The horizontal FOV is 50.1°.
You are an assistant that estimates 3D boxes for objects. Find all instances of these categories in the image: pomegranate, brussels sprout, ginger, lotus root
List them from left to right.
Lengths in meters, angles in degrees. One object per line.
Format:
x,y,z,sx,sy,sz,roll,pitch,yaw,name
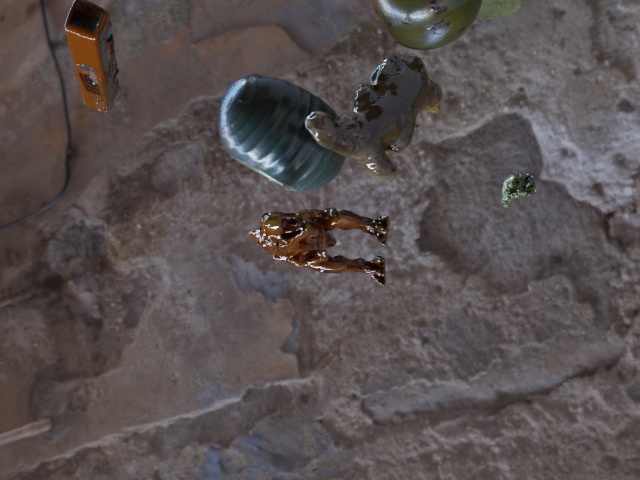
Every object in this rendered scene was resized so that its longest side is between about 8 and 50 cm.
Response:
0.113,-0.203,1.108,0.333,0.080,0.166,-47,-64,-41,ginger
0.167,-0.354,0.934,0.179,0.210,0.179,175,90,-85,pomegranate
0.272,-0.421,1.183,0.090,0.183,0.077,35,131,52,lotus root
0.392,-0.104,1.354,0.058,0.085,0.085,58,-156,-16,brussels sprout

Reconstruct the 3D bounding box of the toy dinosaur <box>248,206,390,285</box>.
0.000,0.000,0.988,0.432,0.208,0.097,138,142,-88,toy dinosaur

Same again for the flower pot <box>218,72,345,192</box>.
-0.064,-0.180,1.167,0.243,0.157,0.189,28,179,-34,flower pot

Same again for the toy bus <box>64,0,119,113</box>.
-0.569,-0.456,1.733,0.409,0.093,0.092,126,163,-70,toy bus
